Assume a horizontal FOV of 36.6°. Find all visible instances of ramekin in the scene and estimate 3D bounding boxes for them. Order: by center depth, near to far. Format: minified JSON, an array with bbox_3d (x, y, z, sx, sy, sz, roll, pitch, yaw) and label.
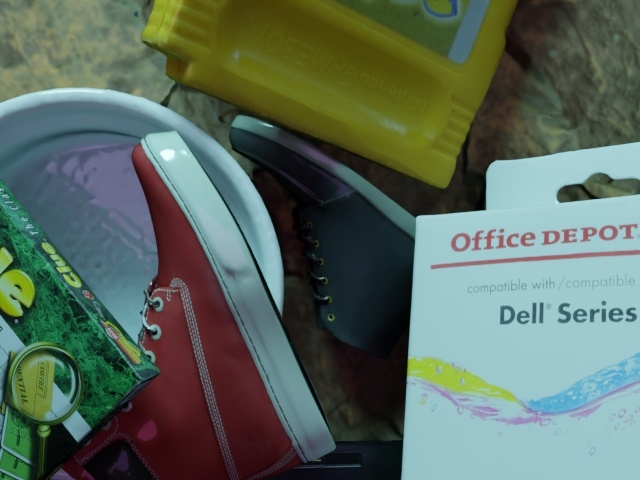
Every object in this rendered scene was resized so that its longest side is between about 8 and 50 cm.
[{"bbox_3d":[-0.170,0.028,0.735,0.277,0.135,0.277,0,95,-5],"label":"ramekin"}]

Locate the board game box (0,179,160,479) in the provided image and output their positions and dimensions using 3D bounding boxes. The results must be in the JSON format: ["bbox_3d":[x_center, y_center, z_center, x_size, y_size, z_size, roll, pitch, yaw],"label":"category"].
[{"bbox_3d":[-0.232,0.031,0.622,0.136,0.030,0.259,-44,81,13],"label":"board game box"}]

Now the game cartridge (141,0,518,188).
[{"bbox_3d":[0.046,-0.228,0.709,0.285,0.053,0.323,18,93,-37],"label":"game cartridge"}]

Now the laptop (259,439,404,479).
[{"bbox_3d":[-0.017,0.292,0.701,0.234,0.136,0.264,0,96,-6],"label":"laptop"}]

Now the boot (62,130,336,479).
[{"bbox_3d":[-0.114,0.064,0.635,0.176,0.088,0.244,-22,100,-1],"label":"boot"}]

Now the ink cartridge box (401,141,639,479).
[{"bbox_3d":[0.172,0.086,0.668,0.207,0.119,0.353,-6,73,36],"label":"ink cartridge box"}]

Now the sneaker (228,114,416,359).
[{"bbox_3d":[0.000,0.000,0.774,0.222,0.083,0.118,35,92,-9],"label":"sneaker"}]
